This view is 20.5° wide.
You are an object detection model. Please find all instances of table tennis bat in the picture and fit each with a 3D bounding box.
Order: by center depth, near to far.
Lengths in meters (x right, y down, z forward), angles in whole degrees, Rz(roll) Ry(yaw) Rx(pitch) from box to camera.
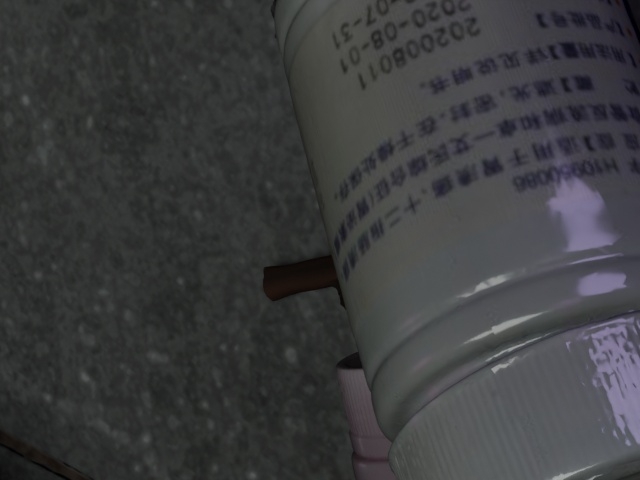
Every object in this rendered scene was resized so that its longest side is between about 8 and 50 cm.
[{"bbox_3d":[0.000,0.000,1.057,0.170,0.119,0.107,-14,66,38],"label":"table tennis bat"}]

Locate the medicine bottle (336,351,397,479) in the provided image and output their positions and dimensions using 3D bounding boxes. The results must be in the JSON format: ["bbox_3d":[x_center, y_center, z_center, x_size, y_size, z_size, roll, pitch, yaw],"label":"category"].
[{"bbox_3d":[0.096,0.179,1.048,0.133,0.133,0.250,-13,93,28],"label":"medicine bottle"}]

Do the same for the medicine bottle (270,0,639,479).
[{"bbox_3d":[0.101,-0.002,0.907,0.190,0.190,0.332,-30,60,28],"label":"medicine bottle"}]
